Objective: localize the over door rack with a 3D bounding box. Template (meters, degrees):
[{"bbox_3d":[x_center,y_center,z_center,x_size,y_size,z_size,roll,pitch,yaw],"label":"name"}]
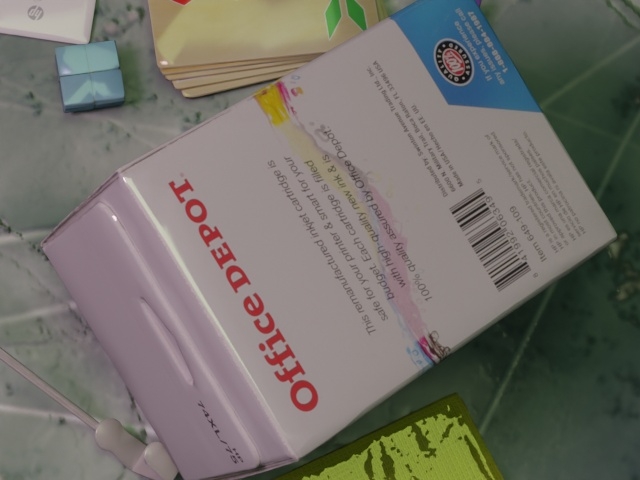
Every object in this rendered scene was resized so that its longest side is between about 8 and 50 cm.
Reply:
[{"bbox_3d":[-0.293,0.148,1.127,0.324,0.108,0.239,38,73,-12],"label":"over door rack"}]

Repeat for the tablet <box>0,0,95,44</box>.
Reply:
[{"bbox_3d":[-0.208,-0.174,1.268,0.083,0.006,0.054,8,74,-5],"label":"tablet"}]

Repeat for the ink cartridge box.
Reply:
[{"bbox_3d":[0.000,0.000,1.110,0.270,0.197,0.198,-32,92,-26],"label":"ink cartridge box"}]

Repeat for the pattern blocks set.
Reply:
[{"bbox_3d":[-0.041,-0.192,1.284,0.325,0.026,0.285,1,75,-8],"label":"pattern blocks set"}]

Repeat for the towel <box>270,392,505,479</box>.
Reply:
[{"bbox_3d":[0.014,0.197,1.189,0.237,0.021,0.102,-24,80,-13],"label":"towel"}]
